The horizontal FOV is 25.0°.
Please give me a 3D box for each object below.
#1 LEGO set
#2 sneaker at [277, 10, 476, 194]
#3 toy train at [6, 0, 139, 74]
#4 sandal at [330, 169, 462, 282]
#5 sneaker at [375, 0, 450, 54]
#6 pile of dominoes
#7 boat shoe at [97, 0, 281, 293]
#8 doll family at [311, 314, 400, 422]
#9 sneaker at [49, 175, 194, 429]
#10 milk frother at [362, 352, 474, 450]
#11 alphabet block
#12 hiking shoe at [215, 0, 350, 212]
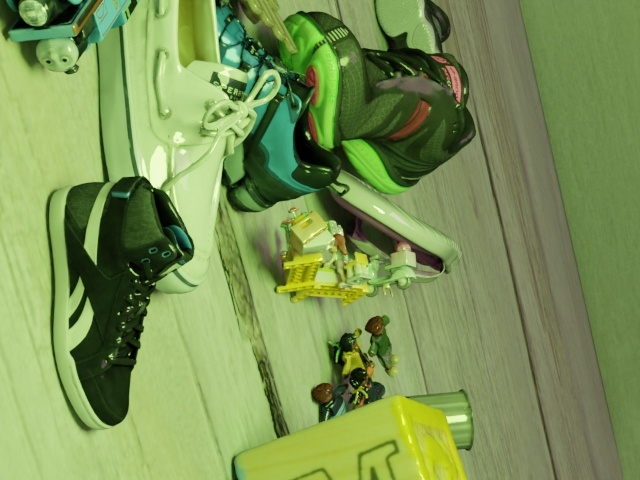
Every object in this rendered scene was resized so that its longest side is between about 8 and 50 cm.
[{"bbox_3d":[0.000,0.000,1.740,0.287,0.132,0.107,26,47,-59],"label":"LEGO set"},{"bbox_3d":[0.084,-0.204,1.903,0.185,0.202,0.483,68,13,16],"label":"sneaker"},{"bbox_3d":[-0.220,-0.223,1.292,0.184,0.080,0.105,-73,153,-52],"label":"toy train"},{"bbox_3d":[0.107,0.008,2.036,0.102,0.169,0.416,-58,156,2],"label":"sandal"},{"bbox_3d":[0.174,-0.301,2.384,0.153,0.101,0.268,-20,97,-68],"label":"sneaker"},{"bbox_3d":[-0.120,-0.327,1.649,0.251,0.040,0.196,40,23,-57],"label":"pile of dominoes"},{"bbox_3d":[-0.118,-0.137,1.409,0.136,0.156,0.367,18,64,-68],"label":"boat shoe"},{"bbox_3d":[0.045,0.176,1.839,0.111,0.076,0.193,67,26,-44],"label":"doll family"},{"bbox_3d":[-0.163,0.050,1.243,0.079,0.121,0.217,4,77,-69],"label":"sneaker"},{"bbox_3d":[0.122,0.217,1.936,0.129,0.135,0.143,146,-61,-77],"label":"milk frother"},{"bbox_3d":[0.050,0.293,1.553,0.192,0.197,0.193,26,43,-67],"label":"alphabet block"},{"bbox_3d":[-0.071,-0.178,1.595,0.113,0.132,0.304,-72,145,-54],"label":"hiking shoe"}]
